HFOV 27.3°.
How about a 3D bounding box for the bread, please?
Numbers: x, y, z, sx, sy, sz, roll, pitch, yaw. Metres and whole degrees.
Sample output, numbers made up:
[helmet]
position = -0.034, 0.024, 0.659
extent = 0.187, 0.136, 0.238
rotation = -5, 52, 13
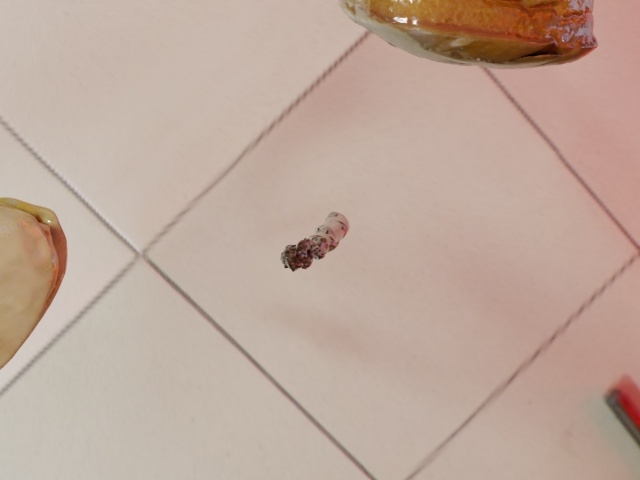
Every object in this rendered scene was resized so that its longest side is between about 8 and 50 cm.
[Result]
[bread]
position = 0.152, -0.245, 1.304
extent = 0.270, 0.195, 0.142
rotation = -1, 108, -26

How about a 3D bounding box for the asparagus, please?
[asparagus]
position = 0.000, 0.000, 0.988
extent = 0.025, 0.248, 0.024
rotation = -37, 91, 10

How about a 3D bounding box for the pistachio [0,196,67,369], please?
[pistachio]
position = -0.287, 0.043, 1.022
extent = 0.200, 0.117, 0.145
rotation = -23, 90, 0
